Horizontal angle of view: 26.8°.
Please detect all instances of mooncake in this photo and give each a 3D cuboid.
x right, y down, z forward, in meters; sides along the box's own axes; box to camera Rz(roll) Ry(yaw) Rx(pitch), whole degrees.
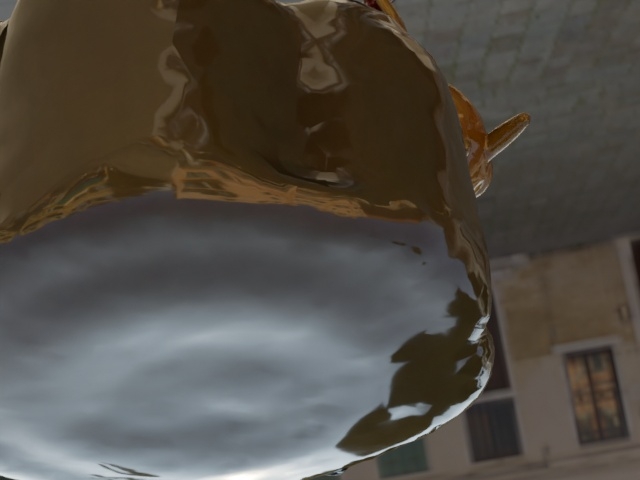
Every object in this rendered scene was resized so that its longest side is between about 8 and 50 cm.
[{"bbox_3d":[-0.100,0.006,0.995,0.467,0.262,0.467,-2,144,-2],"label":"mooncake"}]

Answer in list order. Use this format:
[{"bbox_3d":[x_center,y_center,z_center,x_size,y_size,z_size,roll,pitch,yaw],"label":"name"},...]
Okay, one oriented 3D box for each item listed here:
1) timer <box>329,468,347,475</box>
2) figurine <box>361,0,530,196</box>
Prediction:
[{"bbox_3d":[-0.057,0.175,1.427,0.187,0.144,0.055,4,149,-13],"label":"timer"},{"bbox_3d":[0.114,-0.218,2.125,0.268,0.387,0.401,-38,157,-6],"label":"figurine"}]
